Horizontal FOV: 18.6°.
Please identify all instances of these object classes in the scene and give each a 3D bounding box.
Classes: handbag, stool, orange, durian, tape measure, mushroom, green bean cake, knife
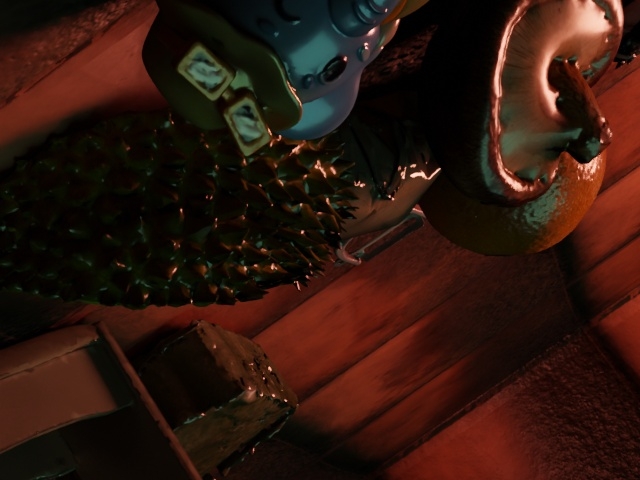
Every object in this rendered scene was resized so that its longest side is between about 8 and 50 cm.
[{"bbox_3d":[0.014,-0.062,1.733,0.270,0.117,0.182,-11,144,-51],"label":"handbag"},{"bbox_3d":[-0.261,0.248,1.796,0.243,0.270,0.170,-21,161,-41],"label":"stool"},{"bbox_3d":[0.179,-0.080,1.879,0.206,0.206,0.206,-32,165,-9],"label":"orange"},{"bbox_3d":[-0.117,-0.026,1.525,0.352,0.158,0.169,-7,-178,-30],"label":"durian"},{"bbox_3d":[0.331,-0.221,2.025,0.091,0.054,0.094,-32,172,-14],"label":"tape measure"},{"bbox_3d":[0.163,-0.148,1.696,0.138,0.194,0.231,13,-114,55],"label":"mushroom"},{"bbox_3d":[-0.165,0.200,2.138,0.241,0.132,0.255,-37,163,8],"label":"green bean cake"},{"bbox_3d":[-0.001,-0.002,2.000,0.123,0.053,0.278,-39,165,26],"label":"knife"}]

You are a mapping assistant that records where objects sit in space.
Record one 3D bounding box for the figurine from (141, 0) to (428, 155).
[{"bbox_3d":[-0.009,-0.182,1.276,0.262,0.154,0.180,-53,154,5],"label":"figurine"}]
